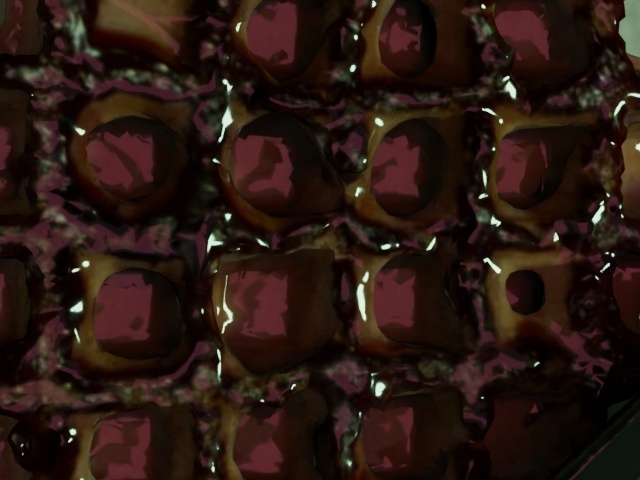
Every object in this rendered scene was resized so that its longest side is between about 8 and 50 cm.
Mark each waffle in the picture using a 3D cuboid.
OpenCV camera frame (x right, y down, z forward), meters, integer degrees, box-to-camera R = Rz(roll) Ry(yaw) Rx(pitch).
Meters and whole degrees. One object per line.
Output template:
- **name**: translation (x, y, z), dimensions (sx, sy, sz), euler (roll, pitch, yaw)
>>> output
- **waffle**: translation (0.000, 0.000, 0.383), dimensions (0.221, 0.055, 0.234), euler (45, 82, -14)

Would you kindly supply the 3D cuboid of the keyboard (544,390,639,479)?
- **keyboard**: translation (0.049, 0.114, 0.386), dimensions (0.262, 0.016, 0.106), euler (-40, 137, -13)
